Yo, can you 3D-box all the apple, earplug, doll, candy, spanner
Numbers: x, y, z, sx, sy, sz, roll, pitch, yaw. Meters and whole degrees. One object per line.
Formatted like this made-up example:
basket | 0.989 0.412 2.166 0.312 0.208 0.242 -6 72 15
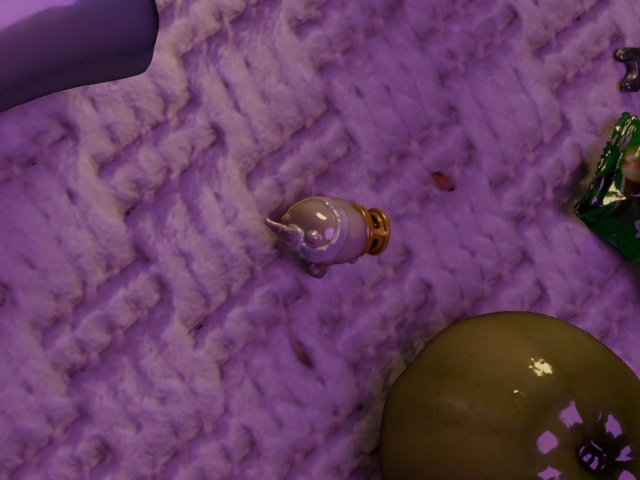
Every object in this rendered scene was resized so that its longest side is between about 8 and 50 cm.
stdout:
apple | 0.189 0.197 1.588 0.279 0.279 0.279 -1 92 -34
earplug | -0.310 -0.155 1.280 0.324 0.185 0.185 -27 106 -26
doll | 0.000 0.000 1.555 0.127 0.073 0.084 0 123 -36
candy | 0.367 -0.030 1.796 0.203 0.078 0.141 42 86 -16
spanner | 0.412 -0.245 1.858 0.254 0.015 0.054 -39 111 -27
